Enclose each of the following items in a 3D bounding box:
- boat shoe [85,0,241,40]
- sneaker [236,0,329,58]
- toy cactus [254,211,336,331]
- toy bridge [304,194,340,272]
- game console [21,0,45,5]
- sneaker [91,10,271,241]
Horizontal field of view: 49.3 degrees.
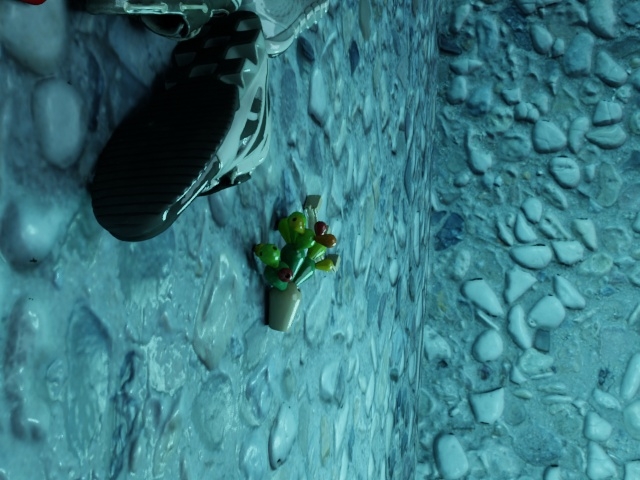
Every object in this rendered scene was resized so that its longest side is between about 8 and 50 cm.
[{"bbox_3d":[-0.148,-0.229,0.669,0.219,0.078,0.070,-18,110,-63],"label":"boat shoe"},{"bbox_3d":[-0.053,-0.344,0.924,0.228,0.086,0.132,-66,150,-47],"label":"sneaker"},{"bbox_3d":[-0.035,0.047,1.046,0.219,0.112,0.180,-30,131,-79],"label":"toy cactus"},{"bbox_3d":[0.000,0.000,1.241,0.188,0.026,0.063,71,29,-49],"label":"toy bridge"},{"bbox_3d":[-0.238,-0.247,0.473,0.124,0.085,0.144,-58,167,13],"label":"game console"},{"bbox_3d":[-0.111,-0.094,0.717,0.330,0.123,0.146,-69,153,-43],"label":"sneaker"}]
